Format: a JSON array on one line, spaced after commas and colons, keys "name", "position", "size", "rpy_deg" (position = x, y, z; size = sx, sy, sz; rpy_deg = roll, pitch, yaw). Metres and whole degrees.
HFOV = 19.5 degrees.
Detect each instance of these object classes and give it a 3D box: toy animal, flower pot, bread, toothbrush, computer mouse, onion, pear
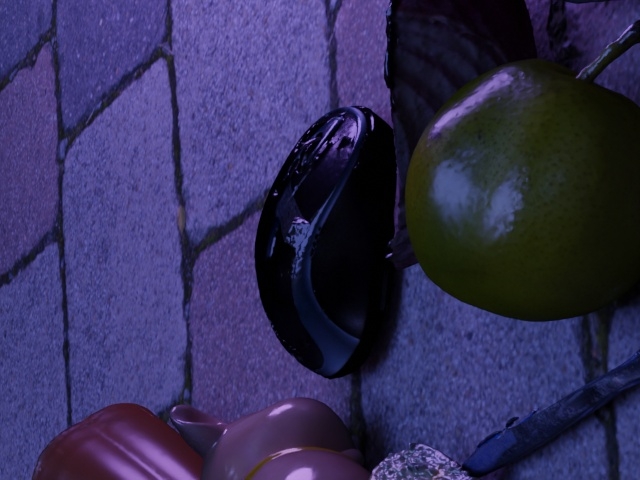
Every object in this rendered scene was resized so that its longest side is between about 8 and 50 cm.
[{"name": "toy animal", "position": [-0.012, 0.223, 1.489], "size": [0.248, 0.149, 0.165], "rpy_deg": [27, 128, 59]}, {"name": "flower pot", "position": [-0.156, 0.263, 1.741], "size": [0.173, 0.190, 0.191], "rpy_deg": [16, 99, 50]}, {"name": "bread", "position": [0.091, 0.218, 1.370], "size": [0.157, 0.083, 0.094], "rpy_deg": [44, 158, 32]}, {"name": "toothbrush", "position": [0.199, 0.092, 1.246], "size": [0.413, 0.035, 0.042], "rpy_deg": [-42, 69, 52]}, {"name": "computer mouse", "position": [0.000, 0.000, 1.568], "size": [0.137, 0.096, 0.233], "rpy_deg": [13, 97, 62]}, {"name": "onion", "position": [0.108, -0.133, 1.384], "size": [0.247, 0.111, 0.250], "rpy_deg": [-77, -13, -53]}, {"name": "pear", "position": [0.149, -0.053, 1.228], "size": [0.180, 0.166, 0.216], "rpy_deg": [41, 116, 53]}]

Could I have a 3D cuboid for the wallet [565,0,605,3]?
[{"name": "wallet", "position": [0.219, -0.345, 1.248], "size": [0.252, 0.083, 0.360], "rpy_deg": [-2, 82, 56]}]
